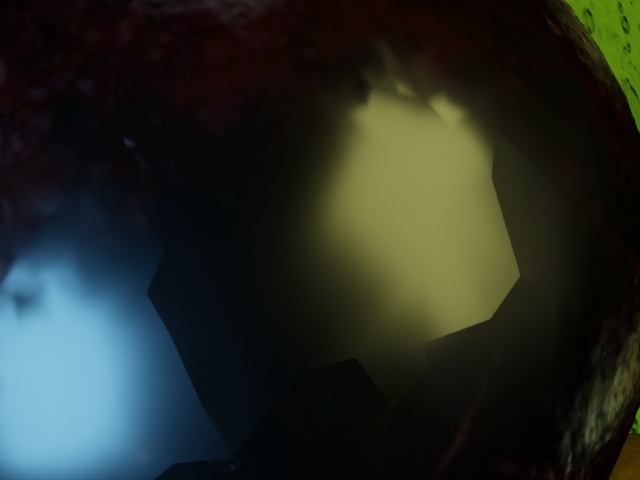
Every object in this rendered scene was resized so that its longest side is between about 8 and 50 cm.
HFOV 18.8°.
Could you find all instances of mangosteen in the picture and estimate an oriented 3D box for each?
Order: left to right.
[{"bbox_3d":[-0.060,0.001,0.623,0.347,0.307,0.307,43,29,13],"label":"mangosteen"}]

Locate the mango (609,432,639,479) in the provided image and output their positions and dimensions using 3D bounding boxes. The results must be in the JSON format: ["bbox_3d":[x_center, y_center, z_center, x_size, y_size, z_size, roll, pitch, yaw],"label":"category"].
[{"bbox_3d":[0.108,0.204,0.894,0.295,0.120,0.177,-40,106,-40],"label":"mango"}]
